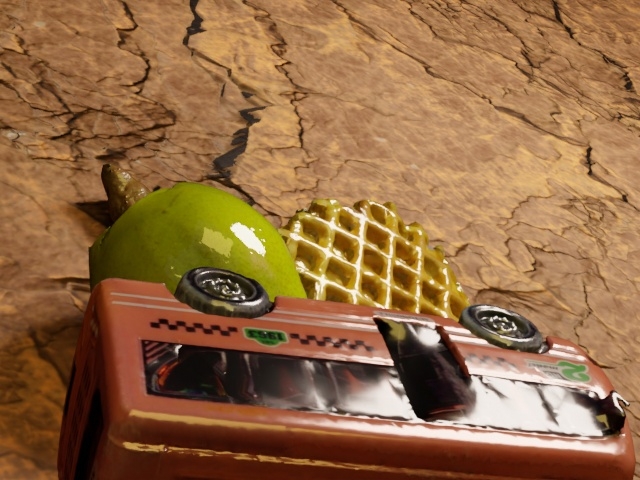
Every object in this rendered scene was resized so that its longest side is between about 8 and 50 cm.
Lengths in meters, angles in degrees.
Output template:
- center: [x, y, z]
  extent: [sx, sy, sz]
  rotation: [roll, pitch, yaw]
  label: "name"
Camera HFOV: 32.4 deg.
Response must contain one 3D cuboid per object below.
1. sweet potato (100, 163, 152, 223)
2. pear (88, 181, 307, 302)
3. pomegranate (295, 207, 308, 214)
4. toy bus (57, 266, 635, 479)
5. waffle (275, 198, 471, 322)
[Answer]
- center: [-0.174, -0.011, 1.152]
  extent: [0.182, 0.054, 0.053]
  rotation: [41, 5, 31]
  label: "sweet potato"
- center: [-0.101, 0.056, 0.993]
  extent: [0.220, 0.187, 0.187]
  rotation: [51, 41, 11]
  label: "pear"
- center: [0.004, 0.000, 1.202]
  extent: [0.073, 0.084, 0.073]
  rotation: [5, 40, -4]
  label: "pomegranate"
- center: [0.026, 0.167, 0.835]
  extent: [0.427, 0.203, 0.233]
  rotation: [8, 23, -17]
  label: "toy bus"
- center: [0.064, 0.062, 1.126]
  extent: [0.245, 0.052, 0.254]
  rotation: [-12, 64, -44]
  label: "waffle"
